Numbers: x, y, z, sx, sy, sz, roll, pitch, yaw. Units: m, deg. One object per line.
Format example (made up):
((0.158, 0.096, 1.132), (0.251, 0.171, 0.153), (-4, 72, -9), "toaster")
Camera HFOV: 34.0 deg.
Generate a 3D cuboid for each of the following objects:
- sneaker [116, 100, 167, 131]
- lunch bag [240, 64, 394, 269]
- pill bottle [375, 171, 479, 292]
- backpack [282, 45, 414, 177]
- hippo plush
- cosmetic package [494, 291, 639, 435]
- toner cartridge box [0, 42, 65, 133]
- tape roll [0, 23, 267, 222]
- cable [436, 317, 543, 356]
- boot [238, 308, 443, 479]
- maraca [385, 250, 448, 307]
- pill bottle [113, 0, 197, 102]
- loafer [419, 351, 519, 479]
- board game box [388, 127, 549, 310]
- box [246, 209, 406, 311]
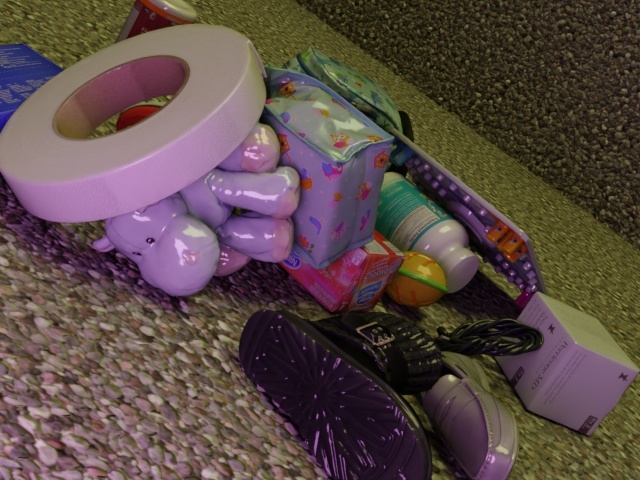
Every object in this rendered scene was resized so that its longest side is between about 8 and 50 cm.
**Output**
((-0.242, -0.151, 1.839), (0.279, 0.107, 0.118), (29, 31, 3), "sneaker")
((-0.035, -0.122, 1.625), (0.160, 0.223, 0.262), (-29, 54, -36), "lunch bag")
((0.193, -0.010, 2.077), (0.146, 0.146, 0.264), (7, 30, -51), "pill bottle")
((0.044, -0.296, 2.478), (0.356, 0.273, 0.290), (14, 28, -11), "backpack")
((-0.180, -0.056, 1.469), (0.294, 0.234, 0.236), (51, 31, 0), "hippo plush")
((0.431, 0.216, 1.854), (0.151, 0.151, 0.183), (24, 18, -21), "cosmetic package")
((-0.508, -0.234, 1.668), (0.165, 0.075, 0.348), (32, 18, 4), "toner cartridge box")
((-0.265, -0.175, 1.470), (0.072, 0.392, 0.392), (66, -4, -35), "tape roll")
((0.291, 0.167, 1.798), (0.185, 0.047, 0.150), (-1, 5, 5), "cable")
((0.081, 0.201, 1.377), (0.260, 0.131, 0.348), (10, 27, -47), "boot")
((0.157, 0.068, 1.904), (0.127, 0.099, 0.186), (28, -8, -27), "maraca")
((-0.344, -0.382, 2.071), (0.121, 0.221, 0.121), (28, 18, -10), "pill bottle")
((0.198, 0.248, 1.492), (0.112, 0.112, 0.319), (22, 12, -12), "loafer")
((0.307, -0.024, 2.188), (0.390, 0.050, 0.390), (43, -6, 32), "board game box")
((0.000, 0.000, 1.781), (0.257, 0.122, 0.128), (42, 21, 29), "box")
